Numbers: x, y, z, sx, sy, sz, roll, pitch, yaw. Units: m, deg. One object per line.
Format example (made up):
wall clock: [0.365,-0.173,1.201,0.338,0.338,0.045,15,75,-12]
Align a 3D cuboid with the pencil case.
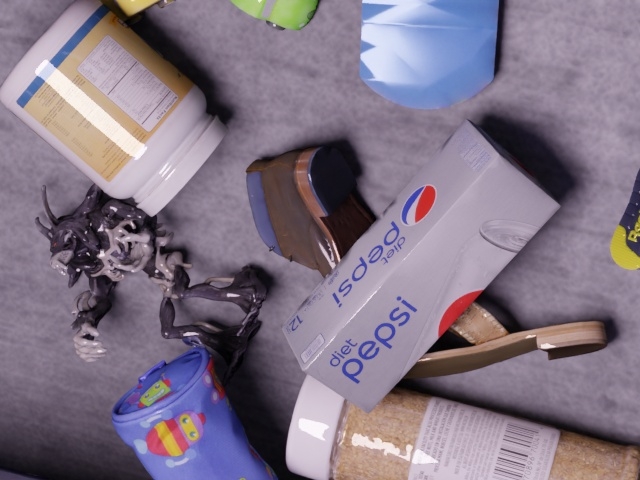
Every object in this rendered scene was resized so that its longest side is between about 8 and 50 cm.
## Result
pencil case: [-0.096,0.251,1.535,0.119,0.133,0.306,-32,109,-3]

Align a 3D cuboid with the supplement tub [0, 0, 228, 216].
supplement tub: [-0.207,-0.134,1.510,0.199,0.144,0.144,41,113,-10]

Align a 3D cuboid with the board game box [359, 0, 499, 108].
board game box: [0.108,-0.215,1.468,0.133,0.033,0.169,4,110,7]

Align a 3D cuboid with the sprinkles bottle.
sprinkles bottle: [0.147,0.227,1.545,0.355,0.121,0.121,14,110,11]

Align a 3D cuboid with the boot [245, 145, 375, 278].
boot: [0.000,0.000,1.556,0.106,0.082,0.219,2,120,42]

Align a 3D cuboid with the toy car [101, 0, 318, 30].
toy car: [-0.107,-0.281,1.493,0.225,0.053,0.239,30,112,5]

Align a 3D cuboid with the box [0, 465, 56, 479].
box: [-0.300,0.346,1.558,0.294,0.296,0.183,7,71,29]

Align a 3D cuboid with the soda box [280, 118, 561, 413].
soda box: [0.096,0.027,1.466,0.098,0.091,0.286,37,101,-29]

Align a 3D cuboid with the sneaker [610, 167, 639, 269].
sneaker: [0.333,-0.036,1.454,0.053,0.059,0.144,33,98,37]

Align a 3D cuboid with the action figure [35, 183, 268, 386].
action figure: [-0.197,0.040,1.573,0.275,0.141,0.164,25,123,5]

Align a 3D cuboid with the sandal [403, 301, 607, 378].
sandal: [0.169,0.087,1.534,0.240,0.088,0.079,-9,73,11]
